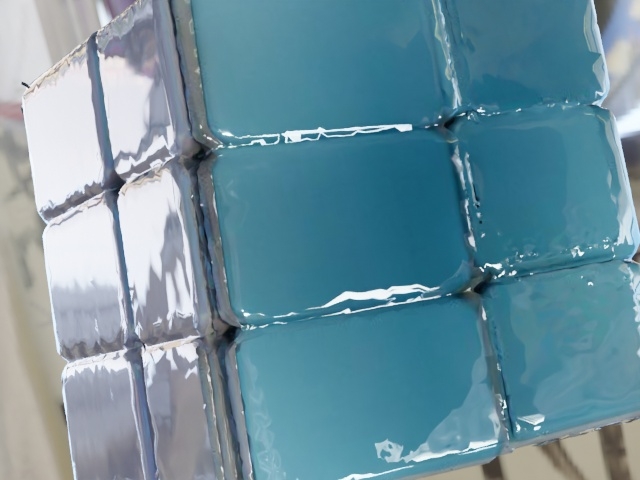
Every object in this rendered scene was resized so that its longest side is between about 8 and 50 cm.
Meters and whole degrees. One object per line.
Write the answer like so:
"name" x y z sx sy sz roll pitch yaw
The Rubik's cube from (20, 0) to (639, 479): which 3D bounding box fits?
"Rubik's cube" 0.000 0.000 0.719 0.231 0.225 0.221 -9 176 -27
